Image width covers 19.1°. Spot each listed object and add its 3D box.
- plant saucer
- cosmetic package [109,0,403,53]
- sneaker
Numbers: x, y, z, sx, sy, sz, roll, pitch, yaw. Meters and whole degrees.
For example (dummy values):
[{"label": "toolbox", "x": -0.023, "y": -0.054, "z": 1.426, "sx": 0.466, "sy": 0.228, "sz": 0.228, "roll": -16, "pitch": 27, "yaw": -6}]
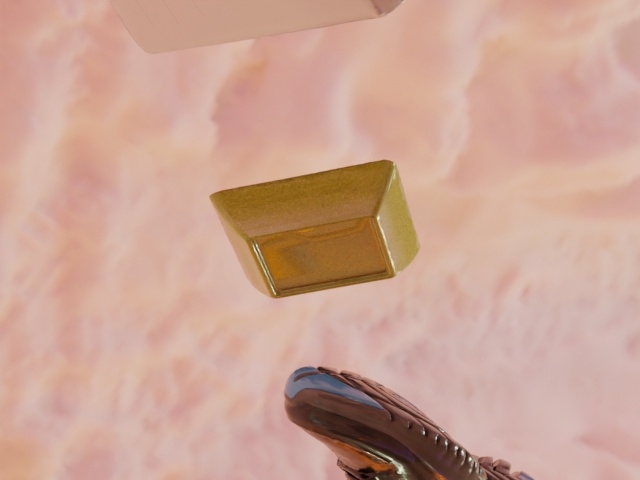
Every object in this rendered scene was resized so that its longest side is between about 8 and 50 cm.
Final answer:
[{"label": "plant saucer", "x": 0.000, "y": 0.000, "z": 1.922, "sx": 0.188, "sy": 0.045, "sz": 0.188, "roll": -11, "pitch": 149, "yaw": 6}, {"label": "cosmetic package", "x": -0.025, "y": -0.364, "z": 1.352, "sx": 0.327, "sy": 0.394, "sz": 0.329, "roll": -41, "pitch": 109, "yaw": -20}, {"label": "sneaker", "x": 0.087, "y": 0.236, "z": 1.763, "sx": 0.341, "sy": 0.125, "sz": 0.139, "roll": 35, "pitch": 94, "yaw": -26}]
